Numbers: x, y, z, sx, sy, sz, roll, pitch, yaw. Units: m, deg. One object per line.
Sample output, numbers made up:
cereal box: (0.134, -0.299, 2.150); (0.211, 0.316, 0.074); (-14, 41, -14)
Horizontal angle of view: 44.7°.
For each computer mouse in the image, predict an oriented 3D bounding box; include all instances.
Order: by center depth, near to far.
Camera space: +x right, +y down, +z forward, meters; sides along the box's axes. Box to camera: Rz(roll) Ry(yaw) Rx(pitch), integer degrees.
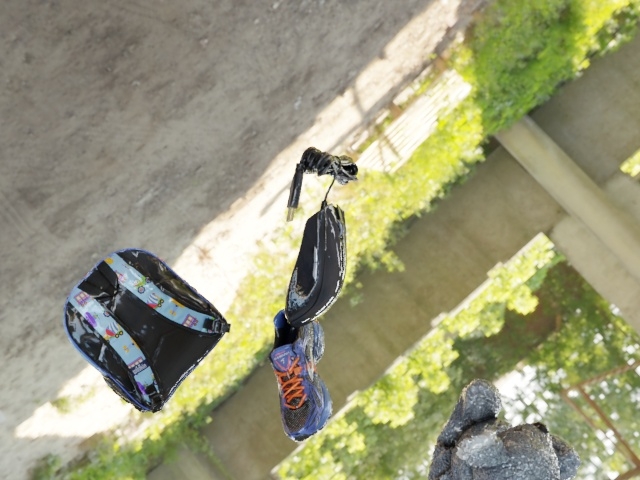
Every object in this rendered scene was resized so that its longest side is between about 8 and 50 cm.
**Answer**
computer mouse: (0.000, 0.000, 1.076); (0.184, 0.060, 0.262); (17, 88, -67)

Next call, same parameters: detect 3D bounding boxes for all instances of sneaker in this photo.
sneaker: (-0.042, 0.195, 1.153); (0.083, 0.221, 0.087); (-28, 134, 19)

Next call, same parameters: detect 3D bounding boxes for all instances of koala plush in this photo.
koala plush: (0.248, 0.308, 1.028); (0.203, 0.196, 0.221); (-51, 176, -12)

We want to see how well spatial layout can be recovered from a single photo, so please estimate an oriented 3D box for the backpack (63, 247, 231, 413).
backpack: (-0.224, 0.099, 0.945); (0.158, 0.173, 0.117); (-50, -162, -17)
